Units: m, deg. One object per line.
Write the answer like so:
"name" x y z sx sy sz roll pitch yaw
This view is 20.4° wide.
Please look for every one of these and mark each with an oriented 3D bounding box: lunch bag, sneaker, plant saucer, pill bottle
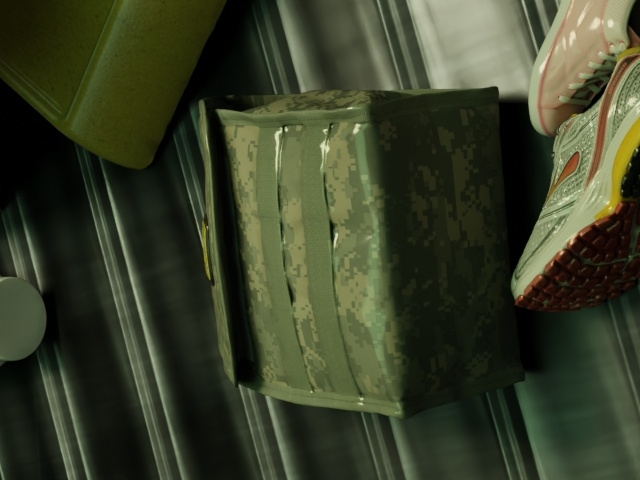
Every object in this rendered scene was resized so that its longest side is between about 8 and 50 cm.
"lunch bag" 0.000 0.000 1.390 0.287 0.169 0.235 3 101 49
"sneaker" 0.203 -0.038 1.267 0.225 0.088 0.093 -59 38 30
"sneaker" 0.197 -0.129 1.267 0.070 0.051 0.134 32 112 40
"plant saucer" -0.242 -0.254 1.525 0.333 0.081 0.333 41 134 12
"pill bottle" -0.359 0.080 1.758 0.180 0.108 0.108 -4 93 43

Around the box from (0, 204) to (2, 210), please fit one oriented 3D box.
"box" -0.410 -0.174 1.690 0.076 0.242 0.307 -21 80 0
